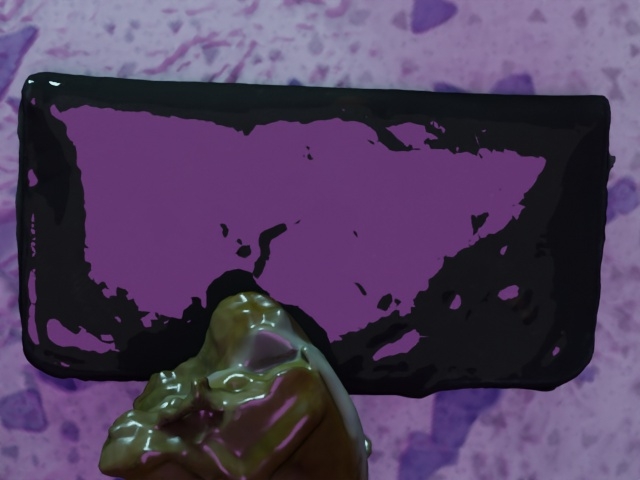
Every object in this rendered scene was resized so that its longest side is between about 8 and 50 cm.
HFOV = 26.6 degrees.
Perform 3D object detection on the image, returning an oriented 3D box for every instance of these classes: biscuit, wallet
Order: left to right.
[{"bbox_3d":[-0.143,0.189,0.805,0.366,0.115,0.268,-12,114,2],"label":"biscuit"},{"bbox_3d":[0.000,0.000,0.841,0.377,0.051,0.197,1,98,-5],"label":"wallet"}]
